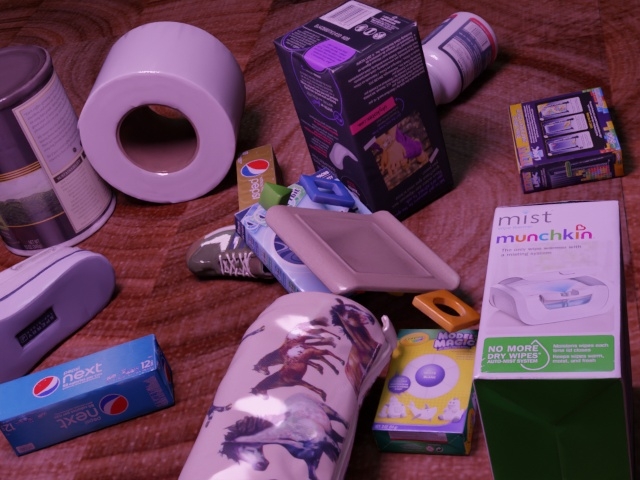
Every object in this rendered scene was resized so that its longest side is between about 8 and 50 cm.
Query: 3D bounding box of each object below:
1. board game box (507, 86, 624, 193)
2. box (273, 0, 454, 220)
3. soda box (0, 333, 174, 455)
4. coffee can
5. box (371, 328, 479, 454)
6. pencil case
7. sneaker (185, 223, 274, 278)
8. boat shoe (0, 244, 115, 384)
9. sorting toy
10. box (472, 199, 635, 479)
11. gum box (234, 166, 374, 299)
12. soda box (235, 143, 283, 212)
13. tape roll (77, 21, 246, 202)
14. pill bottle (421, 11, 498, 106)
[{"bbox_3d":[0.349,-0.145,1.427,0.141,0.048,0.170,-11,37,13],"label":"board game box"},{"bbox_3d":[0.065,-0.177,1.401,0.143,0.270,0.165,-32,39,-17],"label":"box"},{"bbox_3d":[-0.295,0.193,1.248,0.210,0.067,0.071,-18,36,0],"label":"soda box"},{"bbox_3d":[-0.469,-0.141,1.580,0.202,0.275,0.201,-12,37,9],"label":"coffee can"},{"bbox_3d":[0.130,0.160,1.132,0.105,0.043,0.179,-2,38,20],"label":"box"},{"bbox_3d":[-0.038,0.227,1.018,0.184,0.160,0.410,7,42,14],"label":"pencil case"},{"bbox_3d":[-0.095,0.020,1.388,0.192,0.064,0.086,-15,31,0],"label":"sneaker"},{"bbox_3d":[-0.470,0.113,1.373,0.156,0.135,0.367,18,47,39],"label":"boat shoe"},{"bbox_3d":[0.049,0.022,1.223,0.196,0.047,0.348,0,32,-38],"label":"sorting toy"},{"bbox_3d":[0.228,0.134,0.939,0.127,0.262,0.231,-3,38,19],"label":"box"},{"bbox_3d":[0.000,0.000,1.333,0.157,0.041,0.184,-29,57,-22],"label":"gum box"},{"bbox_3d":[-0.089,-0.072,1.510,0.061,0.058,0.181,-16,37,4],"label":"soda box"},{"bbox_3d":[-0.247,-0.205,1.595,0.246,0.246,0.169,-10,37,12],"label":"tape roll"},{"bbox_3d":[0.200,-0.285,1.622,0.108,0.108,0.180,18,50,39],"label":"pill bottle"}]
